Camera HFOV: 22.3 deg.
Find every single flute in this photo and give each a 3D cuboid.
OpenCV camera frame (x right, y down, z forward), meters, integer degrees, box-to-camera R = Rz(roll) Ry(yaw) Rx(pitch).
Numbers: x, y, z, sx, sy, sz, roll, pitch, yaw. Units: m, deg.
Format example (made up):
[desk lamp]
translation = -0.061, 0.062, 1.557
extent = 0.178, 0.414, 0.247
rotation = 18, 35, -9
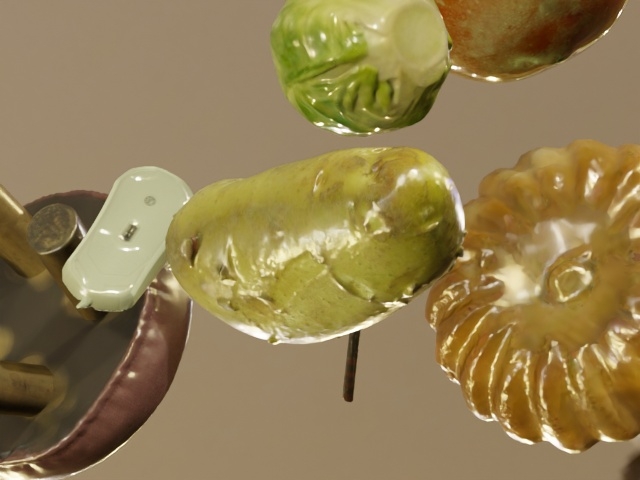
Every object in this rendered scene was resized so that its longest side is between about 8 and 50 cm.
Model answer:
[flute]
translation = 0.041, 0.059, 1.712
extent = 0.014, 0.014, 0.270
rotation = -20, -52, -37

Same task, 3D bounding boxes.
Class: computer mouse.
[computer mouse]
translation = -0.123, 0.004, 1.034
extent = 0.110, 0.056, 0.032
rotation = -58, -9, -23

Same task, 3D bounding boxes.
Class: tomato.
[tomato]
translation = 0.193, -0.272, 1.606
extent = 0.270, 0.223, 0.270
rotation = -17, -25, -8

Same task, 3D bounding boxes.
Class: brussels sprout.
[brussels sprout]
translation = 0.032, -0.143, 1.278
extent = 0.117, 0.155, 0.155
rotation = -58, -19, -19

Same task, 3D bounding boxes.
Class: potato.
[potato]
translation = 0.000, 0.000, 0.849
extent = 0.188, 0.105, 0.085
rotation = -21, 33, 44

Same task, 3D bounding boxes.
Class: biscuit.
[biscuit]
translation = 0.256, 0.046, 1.616
extent = 0.325, 0.326, 0.107
rotation = -41, -27, 3

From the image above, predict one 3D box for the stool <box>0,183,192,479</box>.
[stool]
translation = -0.265, 0.056, 1.385
extent = 0.272, 0.272, 0.178
rotation = -42, -39, 5
